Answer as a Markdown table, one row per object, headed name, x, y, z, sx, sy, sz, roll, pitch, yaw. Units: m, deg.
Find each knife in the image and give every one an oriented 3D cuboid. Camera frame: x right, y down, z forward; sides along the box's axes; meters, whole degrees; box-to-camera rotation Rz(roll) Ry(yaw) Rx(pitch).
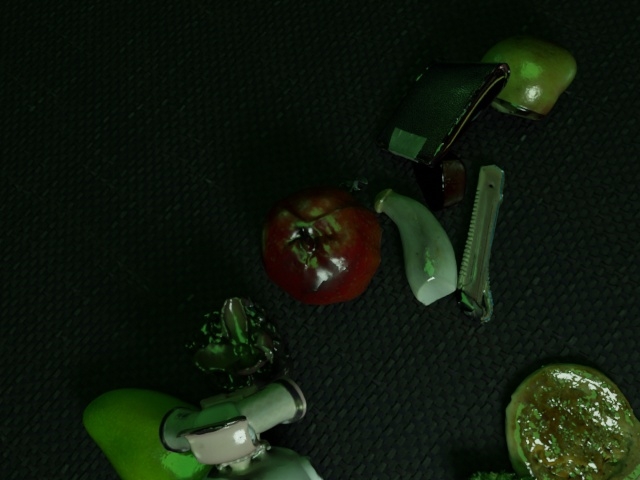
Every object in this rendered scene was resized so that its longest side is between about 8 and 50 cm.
| name | x | y | z | sx | sy | sz | roll | pitch | yaw |
| --- | --- | --- | --- | --- | --- | --- | --- | --- | --- |
| knife | 0.347 | 0.001 | 1.207 | 0.089 | 0.043 | 0.365 | 20 | 71 | -22 |

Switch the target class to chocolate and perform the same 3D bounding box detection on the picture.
| name | x | y | z | sx | sy | sz | roll | pitch | yaw |
| --- | --- | --- | --- | --- | --- | --- | --- | --- | --- |
| chocolate | 0.271 | -0.151 | 1.227 | 0.080 | 0.125 | 0.148 | -13 | 67 | -15 |

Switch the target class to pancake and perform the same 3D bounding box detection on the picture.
| name | x | y | z | sx | sy | sz | roll | pitch | yaw |
| --- | --- | --- | --- | --- | --- | --- | --- | --- | --- |
| pancake | 0.482 | 0.375 | 1.073 | 0.282 | 0.049 | 0.282 | -2 | 70 | 6 |

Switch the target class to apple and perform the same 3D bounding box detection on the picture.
| name | x | y | z | sx | sy | sz | roll | pitch | yaw |
| --- | --- | --- | --- | --- | --- | --- | --- | --- | --- |
| apple | 0.449 | -0.365 | 1.245 | 0.188 | 0.174 | 0.207 | 37 | 65 | 13 |

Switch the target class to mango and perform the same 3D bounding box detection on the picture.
| name | x | y | z | sx | sy | sz | roll | pitch | yaw |
| --- | --- | --- | --- | --- | --- | --- | --- | --- | --- |
| mango | -0.318 | 0.402 | 1.101 | 0.343 | 0.156 | 0.192 | 21 | 66 | 16 |

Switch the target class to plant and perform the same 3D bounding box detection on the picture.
| name | x | y | z | sx | sy | sz | roll | pitch | yaw |
| --- | --- | --- | --- | --- | --- | --- | --- | --- | --- |
| plant | -0.158 | 0.218 | 1.092 | 0.178 | 0.234 | 0.204 | -29 | 55 | 0 |

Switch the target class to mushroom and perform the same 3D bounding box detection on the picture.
| name | x | y | z | sx | sy | sz | roll | pitch | yaw |
| --- | --- | --- | --- | --- | --- | --- | --- | --- | --- |
| mushroom | 0.207 | -0.006 | 1.195 | 0.118 | 0.103 | 0.270 | -27 | 65 | 14 |

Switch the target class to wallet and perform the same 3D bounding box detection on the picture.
| name | x | y | z | sx | sy | sz | roll | pitch | yaw |
| --- | --- | --- | --- | --- | --- | --- | --- | --- | --- |
| wallet | 0.259 | -0.283 | 1.223 | 0.262 | 0.071 | 0.221 | -51 | 35 | -2 |

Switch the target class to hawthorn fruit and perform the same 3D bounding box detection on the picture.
| name | x | y | z | sx | sy | sz | roll | pitch | yaw |
| --- | --- | --- | --- | --- | --- | --- | --- | --- | --- |
| hawthorn fruit | 0.000 | 0.000 | 1.109 | 0.254 | 0.300 | 0.254 | -2 | 76 | 7 |

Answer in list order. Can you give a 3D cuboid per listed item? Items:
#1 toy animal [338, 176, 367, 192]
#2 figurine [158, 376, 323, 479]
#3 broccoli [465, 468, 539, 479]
| name | x | y | z | sx | sy | sz | roll | pitch | yaw |
| --- | --- | --- | --- | --- | --- | --- | --- | --- | --- |
| toy animal | 0.080 | -0.127 | 1.279 | 0.084 | 0.050 | 0.028 | -13 | 96 | 36 |
| figurine | -0.128 | 0.429 | 0.937 | 0.253 | 0.211 | 0.361 | -14 | 100 | 15 |
| broccoli | 0.337 | 0.488 | 0.995 | 0.154 | 0.160 | 0.167 | -33 | 85 | 13 |
